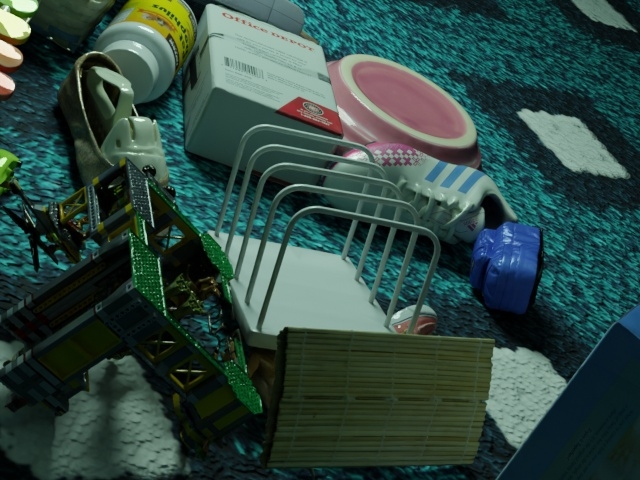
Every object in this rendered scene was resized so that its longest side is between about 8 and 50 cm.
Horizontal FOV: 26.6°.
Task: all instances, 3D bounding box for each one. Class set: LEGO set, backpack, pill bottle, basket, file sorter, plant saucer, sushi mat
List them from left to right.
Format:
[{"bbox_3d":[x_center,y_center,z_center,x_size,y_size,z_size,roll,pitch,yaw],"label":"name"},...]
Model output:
[{"bbox_3d":[-0.358,-0.437,1.881,0.255,0.289,0.201,30,33,-8],"label":"basket"},{"bbox_3d":[-0.210,0.085,1.374,0.255,0.192,0.331,46,17,-42],"label":"LEGO set"},{"bbox_3d":[-0.249,-0.267,1.896,0.117,0.117,0.215,27,29,-7],"label":"pill bottle"},{"bbox_3d":[0.000,0.000,1.570,0.193,0.173,0.277,10,21,-20],"label":"file sorter"},{"bbox_3d":[0.070,0.173,1.466,0.316,0.151,0.019,7,4,-41],"label":"sushi mat"},{"bbox_3d":[0.124,-0.195,2.169,0.332,0.084,0.332,24,29,-14],"label":"plant saucer"},{"bbox_3d":[0.262,0.045,1.908,0.101,0.098,0.120,6,37,2],"label":"backpack"}]

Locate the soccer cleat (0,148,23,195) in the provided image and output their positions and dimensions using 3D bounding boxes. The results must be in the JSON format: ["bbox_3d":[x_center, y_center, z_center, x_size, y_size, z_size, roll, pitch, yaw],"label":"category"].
[{"bbox_3d":[-0.391,-0.060,1.507,0.072,0.060,0.179,19,23,-2],"label":"soccer cleat"}]

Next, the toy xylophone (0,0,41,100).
[{"bbox_3d":[-0.473,-0.284,1.695,0.236,0.081,0.322,21,46,-12],"label":"toy xylophone"}]

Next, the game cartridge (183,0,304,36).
[{"bbox_3d":[-0.179,-0.379,2.104,0.297,0.062,0.198,20,-11,-19],"label":"game cartridge"}]

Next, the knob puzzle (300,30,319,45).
[{"bbox_3d":[-0.084,-0.374,2.274,0.213,0.030,0.213,36,5,-4],"label":"knob puzzle"}]

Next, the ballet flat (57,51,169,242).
[{"bbox_3d":[-0.254,-0.130,1.686,0.107,0.106,0.316,5,38,-38],"label":"ballet flat"}]

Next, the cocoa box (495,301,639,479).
[{"bbox_3d":[0.336,0.245,1.390,0.231,0.347,0.228,41,30,18],"label":"cocoa box"}]

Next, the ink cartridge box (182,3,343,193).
[{"bbox_3d":[-0.090,-0.210,1.958,0.197,0.114,0.273,19,31,-19],"label":"ink cartridge box"}]

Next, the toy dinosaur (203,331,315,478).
[{"bbox_3d":[-0.060,0.150,1.468,0.112,0.064,0.211,18,31,-24],"label":"toy dinosaur"}]

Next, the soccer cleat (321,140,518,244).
[{"bbox_3d":[0.155,-0.059,1.943,0.331,0.116,0.143,4,34,-41],"label":"soccer cleat"}]

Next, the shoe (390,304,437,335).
[{"bbox_3d":[0.097,0.136,1.644,0.178,0.063,0.081,-14,52,-45],"label":"shoe"}]
